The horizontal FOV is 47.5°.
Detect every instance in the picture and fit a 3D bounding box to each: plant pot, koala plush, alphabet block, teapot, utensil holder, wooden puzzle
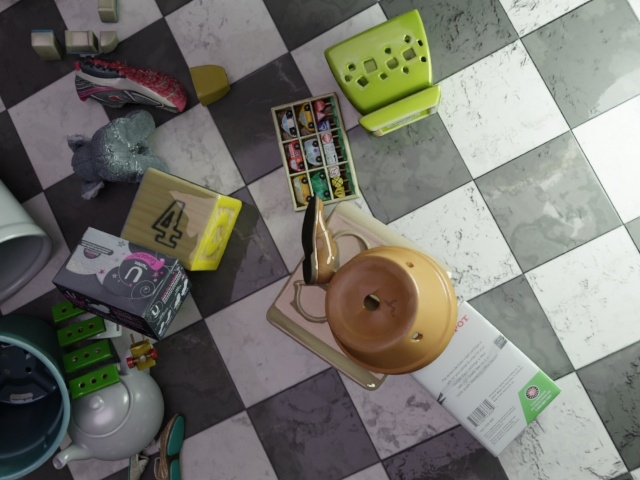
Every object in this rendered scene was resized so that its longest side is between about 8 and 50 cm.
[{"bbox_3d":[0.133,0.140,1.556,0.291,0.203,0.290,-4,79,19],"label":"plant pot"},{"bbox_3d":[-0.537,-0.207,1.814,0.221,0.203,0.196,-10,98,29],"label":"koala plush"},{"bbox_3d":[-0.273,-0.395,1.821,0.083,0.081,0.081,-17,84,-3],"label":"plant pot"},{"bbox_3d":[-0.333,-0.047,1.759,0.197,0.192,0.193,21,93,10],"label":"alphabet block"},{"bbox_3d":[-0.504,0.397,1.743,0.253,0.187,0.256,-15,65,-2],"label":"teapot"},{"bbox_3d":[0.157,-0.366,1.669,0.228,0.227,0.207,-22,90,9],"label":"plant pot"},{"bbox_3d":[-0.919,-0.051,1.801,0.328,0.327,0.385,-42,80,6],"label":"utensil holder"},{"bbox_3d":[-0.747,0.335,1.709,0.341,0.334,0.341,-2,101,-12],"label":"plant pot"},{"bbox_3d":[0.092,0.129,1.732,0.322,0.080,0.347,33,89,10],"label":"wooden puzzle"}]

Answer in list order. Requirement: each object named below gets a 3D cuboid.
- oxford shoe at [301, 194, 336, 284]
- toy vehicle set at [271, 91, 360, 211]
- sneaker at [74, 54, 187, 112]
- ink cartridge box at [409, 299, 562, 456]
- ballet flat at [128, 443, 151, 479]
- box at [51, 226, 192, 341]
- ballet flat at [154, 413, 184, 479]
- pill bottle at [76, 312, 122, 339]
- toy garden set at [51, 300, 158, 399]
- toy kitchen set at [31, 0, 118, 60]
[{"bbox_3d":[0.000,0.000,1.696,0.076,0.076,0.212,3,79,-21],"label":"oxford shoe"},{"bbox_3d":[-0.011,-0.216,1.783,0.166,0.035,0.266,-14,85,9],"label":"toy vehicle set"},{"bbox_3d":[-0.481,-0.382,1.851,0.299,0.121,0.112,19,120,10],"label":"sneaker"},{"bbox_3d":[0.358,0.304,1.647,0.289,0.121,0.211,44,95,10],"label":"ink cartridge box"},{"bbox_3d":[-0.453,0.533,1.824,0.052,0.057,0.168,0,88,1],"label":"ballet flat"},{"bbox_3d":[-0.450,0.096,1.666,0.247,0.142,0.163,19,64,15],"label":"box"},{"bbox_3d":[-0.383,0.532,1.805,0.067,0.073,0.206,2,84,25],"label":"ballet flat"},{"bbox_3d":[-0.557,0.140,1.827,0.119,0.119,0.208,-5,87,10],"label":"pill bottle"},{"bbox_3d":[-0.501,0.231,1.705,0.204,0.049,0.244,-21,60,-7],"label":"toy garden set"},{"bbox_3d":[-0.634,-0.567,1.894,0.207,0.122,0.166,-3,86,-10],"label":"toy kitchen set"}]
